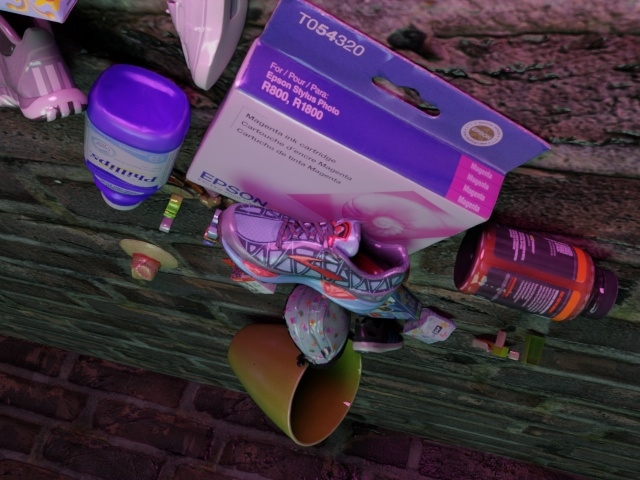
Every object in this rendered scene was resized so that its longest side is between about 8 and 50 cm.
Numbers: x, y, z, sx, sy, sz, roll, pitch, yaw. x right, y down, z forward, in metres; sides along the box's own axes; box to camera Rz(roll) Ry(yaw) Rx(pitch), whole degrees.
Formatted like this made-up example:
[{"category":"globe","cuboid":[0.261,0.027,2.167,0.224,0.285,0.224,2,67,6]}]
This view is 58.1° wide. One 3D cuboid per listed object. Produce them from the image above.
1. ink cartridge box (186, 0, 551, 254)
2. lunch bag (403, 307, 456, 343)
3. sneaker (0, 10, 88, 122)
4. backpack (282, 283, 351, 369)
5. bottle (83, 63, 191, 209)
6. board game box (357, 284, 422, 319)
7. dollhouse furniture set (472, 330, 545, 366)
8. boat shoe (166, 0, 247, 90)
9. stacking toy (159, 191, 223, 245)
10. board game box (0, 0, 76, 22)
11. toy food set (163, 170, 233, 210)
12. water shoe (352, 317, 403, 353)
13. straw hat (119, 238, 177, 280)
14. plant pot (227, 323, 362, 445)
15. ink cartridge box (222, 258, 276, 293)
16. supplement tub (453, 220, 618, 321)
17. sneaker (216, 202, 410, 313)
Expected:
[{"category":"ink cartridge box","cuboid":[0.031,-0.090,0.689,0.323,0.072,0.330,24,156,-16]},{"category":"lunch bag","cuboid":[0.218,0.171,1.154,0.071,0.053,0.083,26,145,-25]},{"category":"sneaker","cuboid":[-0.339,-0.219,0.650,0.228,0.086,0.132,22,131,41]},{"category":"backpack","cuboid":[-0.004,0.166,1.196,0.115,0.152,0.182,-1,139,22]},{"category":"bottle","cuboid":[-0.253,-0.118,0.771,0.118,0.092,0.283,22,155,-16]},{"category":"board game box","cuboid":[0.089,0.095,1.089,0.136,0.035,0.201,-1,151,35]},{"category":"dollhouse furniture set","cuboid":[0.379,0.205,1.163,0.076,0.059,0.151,16,176,-18]},{"category":"boat shoe","cuboid":[-0.108,-0.211,0.522,0.063,0.066,0.184,31,158,0]},{"category":"stacking toy","cuboid":[-0.170,-0.023,0.936,0.166,0.052,0.221,21,168,-13]},{"category":"board game box","cuboid":[-0.232,-0.289,0.326,0.144,0.142,0.275,13,156,6]},{"category":"toy food set","cuboid":[-0.193,-0.083,0.903,0.122,0.019,0.078,24,155,-8]},{"category":"water shoe","cuboid":[0.131,0.196,1.246,0.072,0.080,0.203,-1,177,24]},{"category":"straw hat","cuboid":[-0.388,0.057,1.275,0.144,0.061,0.144,14,156,6]},{"category":"plant pot","cuboid":[-0.093,0.329,1.475,0.293,0.275,0.275,18,162,37]},{"category":"ink cartridge box","cuboid":[-0.151,0.076,1.204,0.062,0.029,0.115,-5,149,39]},{"category":"supplement tub","cuboid":[0.288,0.047,0.775,0.197,0.106,0.106,17,156,-1]},{"category":"sneaker","cuboid":[0.000,0.000,0.735,0.261,0.104,0.125,20,141,-23]}]
